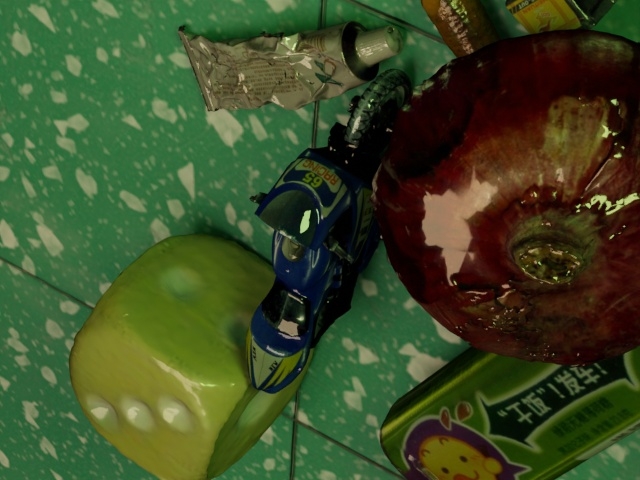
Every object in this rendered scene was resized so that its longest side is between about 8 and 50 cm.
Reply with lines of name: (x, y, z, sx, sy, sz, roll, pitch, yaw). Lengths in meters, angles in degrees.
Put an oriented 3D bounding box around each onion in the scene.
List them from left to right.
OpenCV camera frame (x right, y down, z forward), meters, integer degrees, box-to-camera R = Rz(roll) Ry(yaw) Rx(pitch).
onion: (0.163, -0.026, 1.317, 0.252, 0.219, 0.252, 2, 106, 7)

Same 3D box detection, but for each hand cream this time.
hand cream: (-0.030, -0.148, 1.600, 0.257, 0.050, 0.084, -1, 122, 46)

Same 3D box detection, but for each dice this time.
dice: (-0.120, 0.110, 1.781, 0.169, 0.169, 0.166, 36, 137, 16)

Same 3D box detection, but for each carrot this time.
carrot: (0.135, -0.132, 1.469, 0.042, 0.042, 0.171, -24, 104, 49)

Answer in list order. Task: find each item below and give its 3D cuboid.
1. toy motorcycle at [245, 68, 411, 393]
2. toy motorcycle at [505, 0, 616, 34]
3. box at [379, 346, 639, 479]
toy motorcycle: (0.000, 0.000, 1.590, 0.113, 0.169, 0.315, 32, 136, 17)
toy motorcycle: (0.206, -0.241, 1.287, 0.157, 0.091, 0.263, 48, 142, -11)
box: (0.191, 0.119, 1.569, 0.134, 0.097, 0.345, 42, 140, -4)
